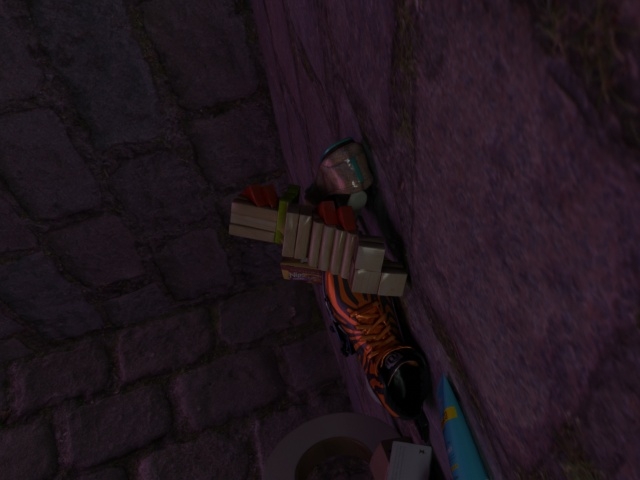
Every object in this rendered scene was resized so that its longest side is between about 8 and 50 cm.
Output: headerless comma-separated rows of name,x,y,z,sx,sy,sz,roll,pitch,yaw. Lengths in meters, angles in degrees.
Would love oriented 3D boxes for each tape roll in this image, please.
tape roll,0.042,0.604,1.555,0.392,0.391,0.072,-115,10,-59

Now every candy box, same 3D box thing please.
candy box,0.000,0.000,1.235,0.053,0.109,0.187,80,-155,-47

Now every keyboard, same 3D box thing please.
keyboard,0.176,0.308,1.239,0.180,0.023,0.108,-112,8,-45

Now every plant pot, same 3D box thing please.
plant pot,0.183,0.527,1.444,0.109,0.108,0.096,-115,23,-60

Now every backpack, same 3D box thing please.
backpack,0.069,0.138,1.324,0.158,0.116,0.173,-121,15,-72

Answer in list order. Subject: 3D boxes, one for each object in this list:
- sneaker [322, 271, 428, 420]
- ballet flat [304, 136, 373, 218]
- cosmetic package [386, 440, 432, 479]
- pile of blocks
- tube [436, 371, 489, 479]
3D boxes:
sneaker,0.111,0.168,1.083,0.321,0.124,0.180,63,172,-5
ballet flat,0.034,-0.087,1.118,0.106,0.107,0.316,60,174,5
cosmetic package,0.183,0.517,1.257,0.231,0.085,0.117,78,-158,-45
pile of blocks,0.002,-0.032,1.043,0.362,0.149,0.113,24,121,27
tube,0.199,0.295,0.857,0.080,0.052,0.207,95,166,-51
